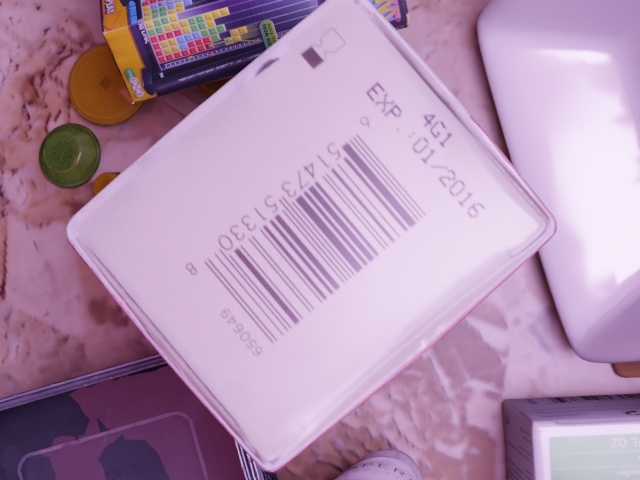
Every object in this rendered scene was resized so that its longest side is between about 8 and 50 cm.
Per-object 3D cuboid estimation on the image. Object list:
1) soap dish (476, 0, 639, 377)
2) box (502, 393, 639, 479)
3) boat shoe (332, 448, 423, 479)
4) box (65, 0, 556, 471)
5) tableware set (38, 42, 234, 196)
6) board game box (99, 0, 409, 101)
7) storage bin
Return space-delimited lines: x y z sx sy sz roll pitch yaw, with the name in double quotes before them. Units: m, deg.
"soap dish" 0.196 -0.059 0.520 0.118 0.291 0.228 -15 86 -18
"box" 0.152 0.127 0.593 0.101 0.102 0.087 -3 89 1
"boat shoe" -0.002 0.233 0.601 0.098 0.096 0.277 26 110 8
"box" 0.000 0.000 0.540 0.149 0.232 0.127 -41 87 1
"tableware set" -0.090 -0.084 0.654 0.104 0.024 0.154 32 91 11
"board game box" -0.042 -0.157 0.593 0.141 0.048 0.170 -17 47 2
"storage bin" -0.119 0.133 0.615 0.180 0.084 0.122 -16 87 3
